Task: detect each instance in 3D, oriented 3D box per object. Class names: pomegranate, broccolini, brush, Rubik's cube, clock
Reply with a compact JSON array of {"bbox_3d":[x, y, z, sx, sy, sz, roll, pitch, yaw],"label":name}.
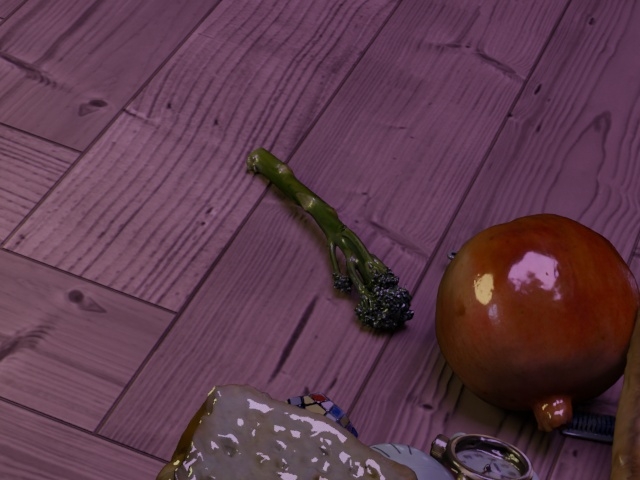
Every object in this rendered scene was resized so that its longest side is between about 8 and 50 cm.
[{"bbox_3d":[0.267,0.107,2.271,0.252,0.229,0.270,1,60,-31],"label":"pomegranate"},{"bbox_3d":[-0.002,-0.003,2.486,0.074,0.079,0.392,-21,40,-23],"label":"broccolini"},{"bbox_3d":[0.384,0.236,2.293,0.178,0.030,0.033,10,26,-2],"label":"brush"},{"bbox_3d":[-0.013,0.228,2.129,0.111,0.111,0.093,-9,66,-27],"label":"Rubik's cube"},{"bbox_3d":[0.125,0.298,2.037,0.243,0.147,0.199,2,32,-21],"label":"clock"}]

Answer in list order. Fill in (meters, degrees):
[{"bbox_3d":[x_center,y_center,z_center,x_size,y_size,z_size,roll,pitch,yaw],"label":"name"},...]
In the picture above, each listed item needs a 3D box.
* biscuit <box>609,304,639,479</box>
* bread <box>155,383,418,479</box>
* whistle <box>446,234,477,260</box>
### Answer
[{"bbox_3d":[0.520,0.314,2.108,0.429,0.104,0.446,26,48,-9],"label":"biscuit"},{"bbox_3d":[-0.042,0.249,1.348,0.196,0.252,0.238,9,40,-9],"label":"bread"},{"bbox_3d":[0.275,0.045,2.490,0.220,0.057,0.107,18,36,4],"label":"whistle"}]
